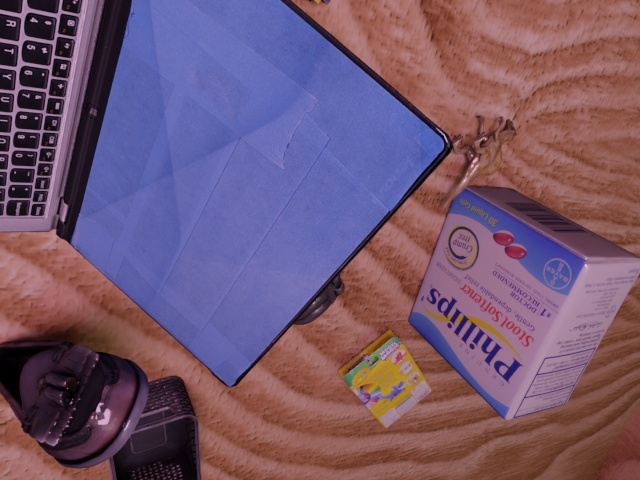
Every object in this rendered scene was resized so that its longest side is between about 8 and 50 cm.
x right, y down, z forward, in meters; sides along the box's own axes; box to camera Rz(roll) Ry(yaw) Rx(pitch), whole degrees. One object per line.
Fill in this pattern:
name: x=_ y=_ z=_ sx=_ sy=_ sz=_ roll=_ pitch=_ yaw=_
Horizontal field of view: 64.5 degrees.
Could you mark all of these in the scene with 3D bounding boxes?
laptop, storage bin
laptop: x=-0.211 y=-0.038 z=0.362 sx=0.408 sy=0.236 sz=0.382 roll=-1 pitch=145 yaw=-36
storage bin: x=-0.250 y=0.305 z=0.753 sx=0.122 sy=0.084 sz=0.180 roll=-11 pitch=124 yaw=-26

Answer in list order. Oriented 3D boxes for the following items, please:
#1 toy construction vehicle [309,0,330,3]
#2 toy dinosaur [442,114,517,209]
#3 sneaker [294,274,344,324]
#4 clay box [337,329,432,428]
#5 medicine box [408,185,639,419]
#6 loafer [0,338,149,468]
toy construction vehicle: x=0.008 y=-0.301 z=0.542 sx=0.086 sy=0.035 sz=0.098 roll=-48 pitch=152 yaw=13
toy dinosaur: x=0.251 y=-0.131 z=0.797 sx=0.183 sy=0.053 sz=0.092 roll=-49 pitch=126 yaw=-3
sneaker: x=0.000 y=0.000 z=0.706 sx=0.295 sy=0.104 sz=0.147 roll=-48 pitch=133 yaw=11
clay box: x=0.124 y=0.264 z=0.976 sx=0.127 sy=0.053 sz=0.222 roll=-38 pitch=130 yaw=-5
medicine box: x=0.317 y=0.092 z=0.845 sx=0.149 sy=0.263 sz=0.289 roll=0 pitch=118 yaw=-31
loafer: x=-0.278 y=0.153 z=0.518 sx=0.095 sy=0.303 sz=0.109 roll=38 pitch=62 yaw=-30
